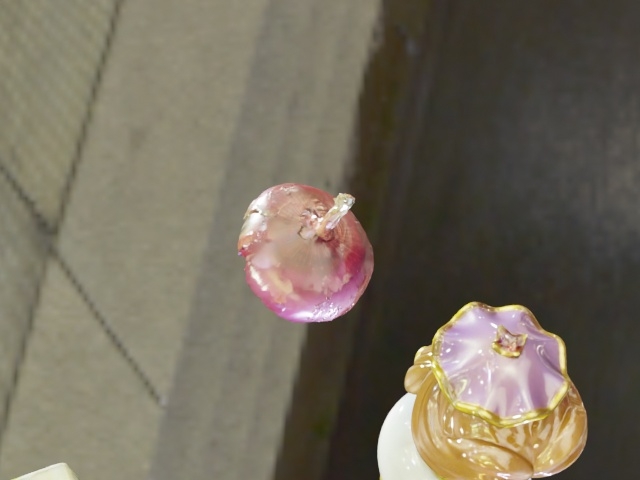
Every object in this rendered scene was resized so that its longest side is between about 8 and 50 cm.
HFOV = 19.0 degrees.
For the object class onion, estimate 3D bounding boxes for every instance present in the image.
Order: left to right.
[{"bbox_3d":[0.000,0.000,1.897,0.150,0.140,0.150,19,55,-29],"label":"onion"}]

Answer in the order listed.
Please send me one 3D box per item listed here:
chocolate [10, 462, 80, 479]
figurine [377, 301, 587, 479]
[{"bbox_3d":[-0.329,0.390,1.900,0.137,0.289,0.301,81,-13,-45],"label":"chocolate"},{"bbox_3d":[0.128,0.155,1.576,0.142,0.263,0.189,-19,70,-21],"label":"figurine"}]
